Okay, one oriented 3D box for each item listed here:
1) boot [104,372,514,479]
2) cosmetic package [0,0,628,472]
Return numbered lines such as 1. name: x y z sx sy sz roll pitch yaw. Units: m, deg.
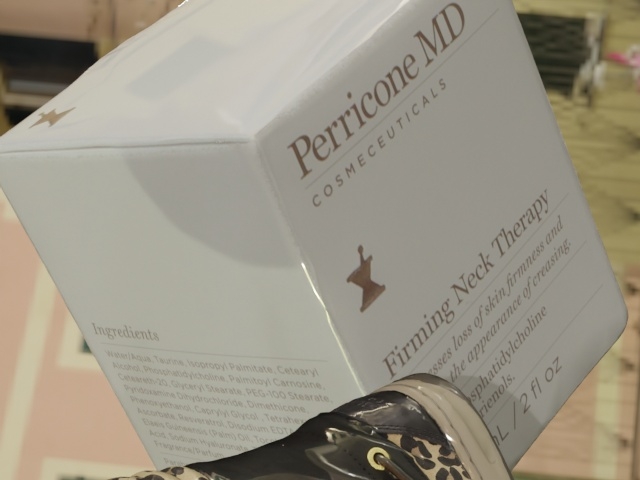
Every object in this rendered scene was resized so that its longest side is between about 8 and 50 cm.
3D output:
1. boot: 0.038 0.267 0.892 0.138 0.284 0.377 -41 65 42
2. cosmetic package: 0.000 0.000 1.289 0.329 0.327 0.393 -45 -59 -36
